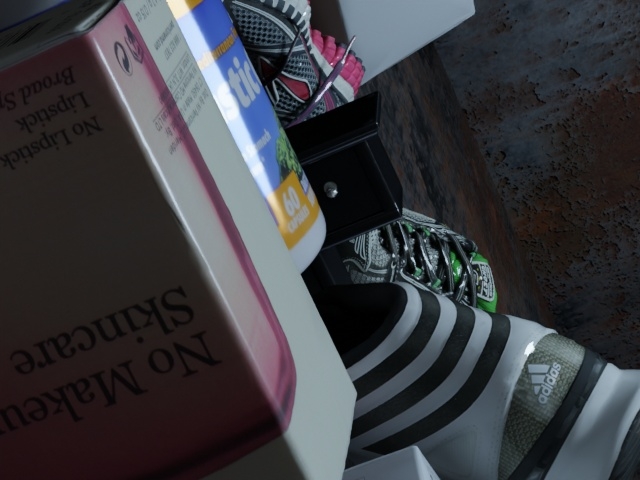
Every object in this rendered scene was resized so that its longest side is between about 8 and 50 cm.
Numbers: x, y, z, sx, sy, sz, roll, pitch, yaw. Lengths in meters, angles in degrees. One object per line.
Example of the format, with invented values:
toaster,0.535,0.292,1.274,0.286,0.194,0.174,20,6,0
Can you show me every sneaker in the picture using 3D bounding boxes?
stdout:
sneaker,0.071,0.155,1.180,0.169,0.257,0.447,-56,169,-30
sneaker,0.066,0.012,1.358,0.343,0.146,0.134,47,43,-65
sneaker,-0.053,-0.135,1.294,0.299,0.121,0.112,34,66,-56

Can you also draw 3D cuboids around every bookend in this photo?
bookend,0.000,0.000,1.168,0.072,0.156,0.157,-83,150,-67

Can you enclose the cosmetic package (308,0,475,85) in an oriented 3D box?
cosmetic package,0.009,-0.351,1.513,0.217,0.156,0.385,51,-10,30

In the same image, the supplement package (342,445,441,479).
supplement package,0.039,0.266,0.926,0.139,0.134,0.244,55,18,-47

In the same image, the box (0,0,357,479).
box,-0.099,0.023,0.716,0.127,0.148,0.232,-75,141,-69

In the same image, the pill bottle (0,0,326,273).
pill bottle,-0.117,-0.089,0.826,0.152,0.152,0.272,-80,147,-68
